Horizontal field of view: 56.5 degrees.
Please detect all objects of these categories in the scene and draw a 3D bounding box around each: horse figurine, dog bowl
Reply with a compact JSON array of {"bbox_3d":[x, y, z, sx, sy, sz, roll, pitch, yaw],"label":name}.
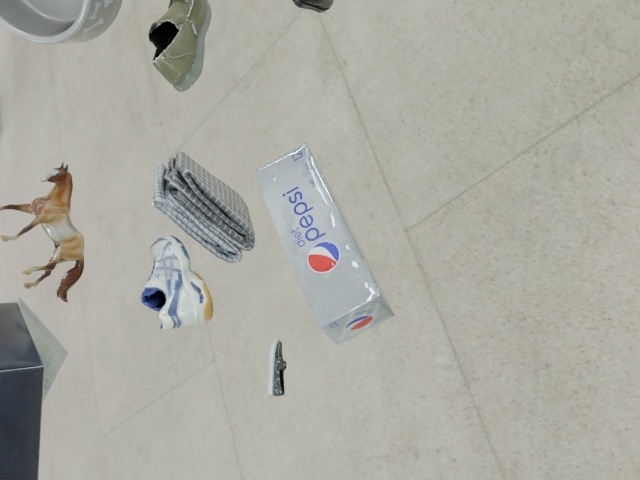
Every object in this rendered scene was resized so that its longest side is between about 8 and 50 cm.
[{"bbox_3d":[-0.558,-0.008,1.232,0.066,0.174,0.264,10,125,42],"label":"horse figurine"},{"bbox_3d":[-0.602,-0.585,1.270,0.348,0.102,0.349,8,124,12],"label":"dog bowl"}]

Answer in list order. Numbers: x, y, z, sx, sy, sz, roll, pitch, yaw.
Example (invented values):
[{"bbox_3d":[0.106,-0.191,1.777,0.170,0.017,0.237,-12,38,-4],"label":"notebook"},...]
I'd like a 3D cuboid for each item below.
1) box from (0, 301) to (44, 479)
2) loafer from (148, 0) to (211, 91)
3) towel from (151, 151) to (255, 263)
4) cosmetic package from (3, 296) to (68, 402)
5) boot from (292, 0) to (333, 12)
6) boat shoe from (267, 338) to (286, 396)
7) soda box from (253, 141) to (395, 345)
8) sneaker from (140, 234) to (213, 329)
[{"bbox_3d":[-0.612,0.299,1.060,0.296,0.182,0.294,28,114,51],"label":"box"},{"bbox_3d":[-0.263,-0.391,1.101,0.094,0.087,0.251,-30,50,30],"label":"loafer"},{"bbox_3d":[-0.294,-0.097,1.540,0.121,0.283,0.235,-42,27,10],"label":"towel"},{"bbox_3d":[-0.828,0.317,1.591,0.138,0.224,0.225,-22,29,10],"label":"cosmetic package"},{"bbox_3d":[0.014,-0.436,1.013,0.099,0.121,0.045,-27,91,36],"label":"boot"},{"bbox_3d":[-0.104,0.318,1.488,0.040,0.049,0.142,0,74,13],"label":"boat shoe"},{"bbox_3d":[0.000,0.000,0.870,0.098,0.091,0.286,-29,59,5],"label":"soda box"},{"bbox_3d":[-0.354,0.088,1.358,0.296,0.130,0.112,44,142,46],"label":"sneaker"}]
